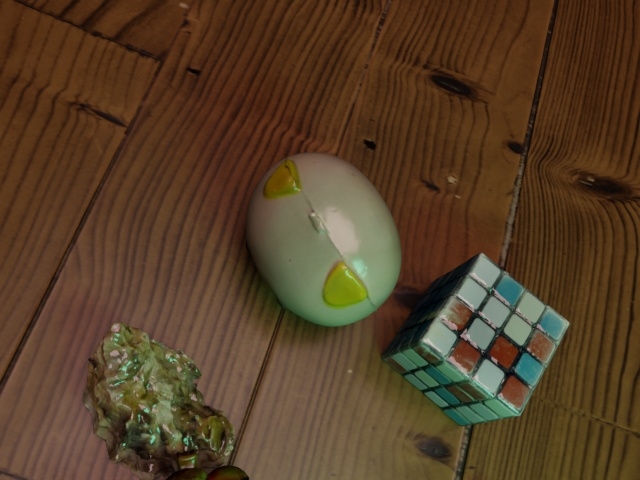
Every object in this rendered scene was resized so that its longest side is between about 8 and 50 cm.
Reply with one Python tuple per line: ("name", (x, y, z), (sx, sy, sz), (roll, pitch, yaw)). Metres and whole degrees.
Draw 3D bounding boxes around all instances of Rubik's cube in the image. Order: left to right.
("Rubik's cube", (0.331, 0.222, 1.417), (0.253, 0.259, 0.256), (40, 66, -1))

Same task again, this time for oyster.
("oyster", (-0.332, 0.318, 1.272), (0.237, 0.115, 0.351), (-26, 96, -22))

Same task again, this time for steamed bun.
("steamed bun", (0.006, -0.004, 1.367), (0.333, 0.334, 0.374), (-28, 78, -22))

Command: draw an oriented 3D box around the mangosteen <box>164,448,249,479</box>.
("mangosteen", (-0.218, 0.528, 1.165), (0.274, 0.275, 0.302), (-7, 61, -18))
